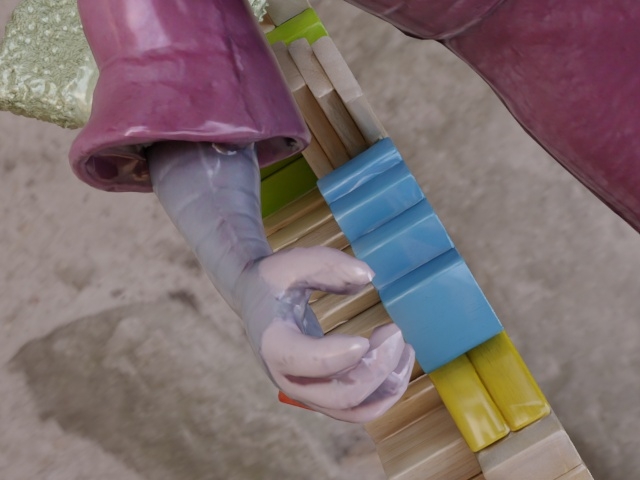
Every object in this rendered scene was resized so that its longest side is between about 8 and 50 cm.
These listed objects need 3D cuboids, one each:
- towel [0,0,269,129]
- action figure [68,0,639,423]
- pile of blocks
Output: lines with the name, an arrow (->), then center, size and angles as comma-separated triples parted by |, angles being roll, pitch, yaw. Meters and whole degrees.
towel -> -0.078, -0.106, 0.783 | 0.110, 0.027, 0.148 | 16, 60, 8
action figure -> 0.044, -0.113, 0.436 | 0.370, 0.248, 0.275 | 22, 21, -16
pile of blocks -> 0.000, 0.000, 0.871 | 0.113, 0.149, 0.362 | -31, 56, 3
